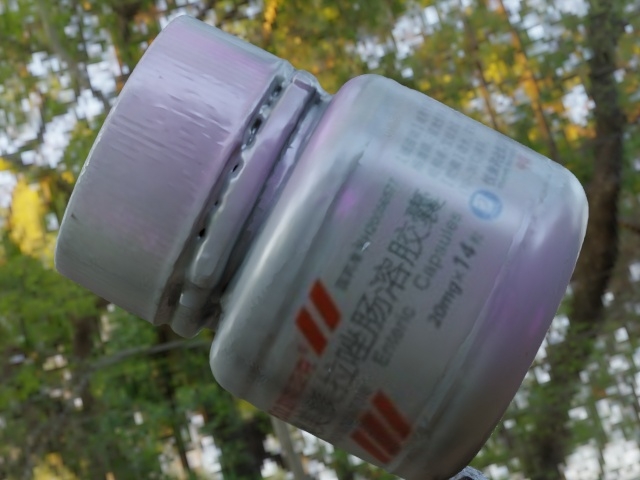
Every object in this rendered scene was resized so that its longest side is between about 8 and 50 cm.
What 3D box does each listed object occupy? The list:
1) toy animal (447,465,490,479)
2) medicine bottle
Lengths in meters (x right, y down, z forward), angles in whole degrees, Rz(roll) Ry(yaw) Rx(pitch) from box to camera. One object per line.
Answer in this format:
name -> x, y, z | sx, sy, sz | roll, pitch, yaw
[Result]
toy animal -> 0.118, 0.212, 1.156 | 0.114, 0.255, 0.116 | -25, -56, -37
medicine bottle -> 0.000, 0.000, 1.070 | 0.325, 0.256, 0.256 | 27, -26, -1
